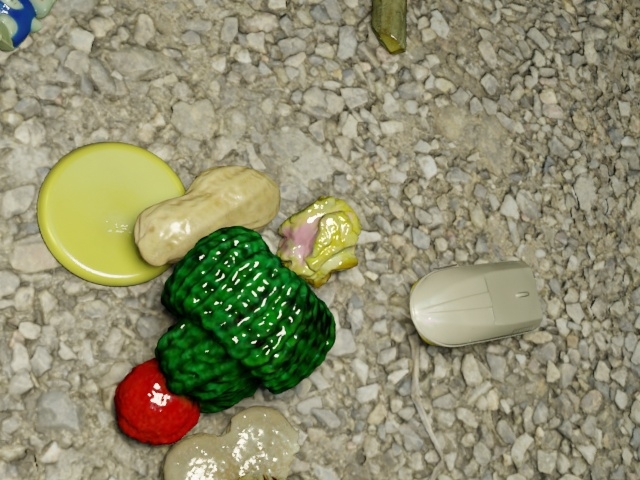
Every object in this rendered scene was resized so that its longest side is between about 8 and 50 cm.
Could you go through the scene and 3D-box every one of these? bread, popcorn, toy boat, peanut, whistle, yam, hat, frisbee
[{"bbox_3d":[-0.156,0.387,1.294,0.183,0.102,0.337,26,67,-14],"label":"bread"},{"bbox_3d":[0.000,0.000,1.452,0.126,0.126,0.145,40,79,-30],"label":"popcorn"},{"bbox_3d":[0.244,0.107,1.517,0.269,0.141,0.140,-7,79,-25],"label":"toy boat"},{"bbox_3d":[-0.175,-0.042,1.386,0.257,0.123,0.123,-25,86,-35],"label":"peanut"},{"bbox_3d":[-0.476,-0.347,1.371,0.110,0.092,0.244,41,63,-12],"label":"whistle"},{"bbox_3d":[0.123,-0.406,1.648,0.070,0.070,0.146,9,73,-20],"label":"yam"},{"bbox_3d":[-0.149,0.164,1.285,0.332,0.242,0.274,-45,136,-5],"label":"hat"},{"bbox_3d":[-0.313,-0.043,1.396,0.236,0.017,0.236,6,74,-21],"label":"frisbee"}]

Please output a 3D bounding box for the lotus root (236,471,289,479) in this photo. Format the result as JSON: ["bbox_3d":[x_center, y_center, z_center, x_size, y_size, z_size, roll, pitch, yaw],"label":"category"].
[{"bbox_3d":[-0.077,0.410,1.216,0.113,0.088,0.192,8,69,-26],"label":"lotus root"}]
